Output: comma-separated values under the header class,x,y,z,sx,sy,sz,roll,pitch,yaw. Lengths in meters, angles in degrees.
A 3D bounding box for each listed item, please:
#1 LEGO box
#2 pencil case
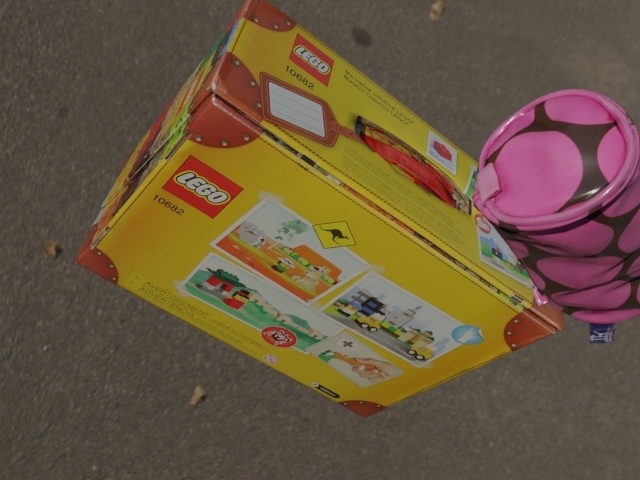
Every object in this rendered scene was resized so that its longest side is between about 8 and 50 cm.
class,x,y,z,sx,sy,sz,roll,pitch,yaw
LEGO box,0.000,0.000,0.891,0.500,0.372,0.193,33,45,-22
pencil case,0.163,-0.008,0.435,0.209,0.098,0.095,40,45,-52
